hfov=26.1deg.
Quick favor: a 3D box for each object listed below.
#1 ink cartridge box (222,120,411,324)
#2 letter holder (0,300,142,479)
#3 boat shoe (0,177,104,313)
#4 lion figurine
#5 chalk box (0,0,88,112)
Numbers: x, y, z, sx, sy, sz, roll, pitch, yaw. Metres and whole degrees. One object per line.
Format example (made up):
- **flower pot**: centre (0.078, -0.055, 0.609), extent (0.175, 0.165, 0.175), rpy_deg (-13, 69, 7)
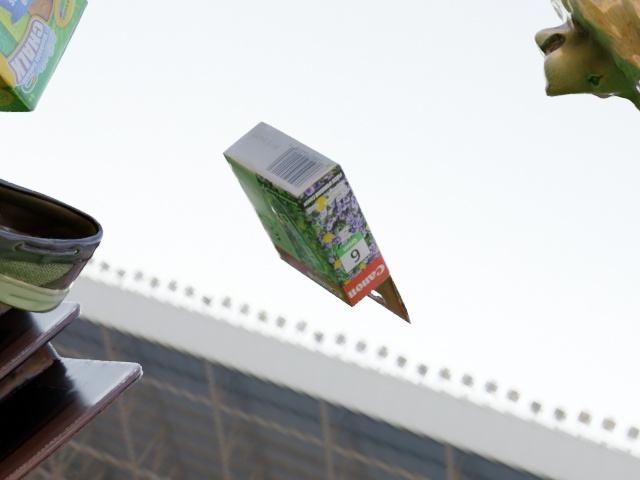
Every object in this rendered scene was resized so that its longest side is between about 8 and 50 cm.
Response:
- **ink cartridge box**: centre (0.000, 0.000, 0.674), extent (0.063, 0.029, 0.115), rpy_deg (32, -23, 45)
- **letter holder**: centre (-0.336, 0.141, 1.197), extent (0.214, 0.302, 0.152), rpy_deg (-1, -57, 54)
- **boat shoe**: centre (-0.287, -0.030, 1.035), extent (0.285, 0.092, 0.103), rpy_deg (28, 23, -42)
- **lion figurine**: centre (0.264, -0.215, 1.171), extent (0.142, 0.392, 0.240), rpy_deg (-42, -104, 26)
- **chalk box**: centre (-0.301, -0.196, 1.195), extent (0.132, 0.132, 0.213), rpy_deg (5, -28, 26)
